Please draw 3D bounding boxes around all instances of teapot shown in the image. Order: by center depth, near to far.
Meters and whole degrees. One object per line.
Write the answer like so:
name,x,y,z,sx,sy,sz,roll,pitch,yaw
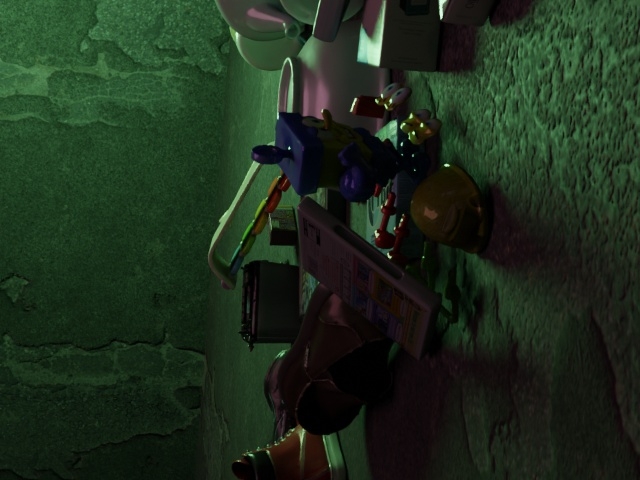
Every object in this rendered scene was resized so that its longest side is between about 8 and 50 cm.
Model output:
teapot,-0.066,-0.488,2.135,0.252,0.187,0.256,-25,-74,-57

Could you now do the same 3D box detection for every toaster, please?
toaster,-0.100,0.130,2.368,0.168,0.110,0.186,154,118,-78

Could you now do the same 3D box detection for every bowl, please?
bowl,0.009,-0.210,1.841,0.298,0.134,0.298,-177,90,-79

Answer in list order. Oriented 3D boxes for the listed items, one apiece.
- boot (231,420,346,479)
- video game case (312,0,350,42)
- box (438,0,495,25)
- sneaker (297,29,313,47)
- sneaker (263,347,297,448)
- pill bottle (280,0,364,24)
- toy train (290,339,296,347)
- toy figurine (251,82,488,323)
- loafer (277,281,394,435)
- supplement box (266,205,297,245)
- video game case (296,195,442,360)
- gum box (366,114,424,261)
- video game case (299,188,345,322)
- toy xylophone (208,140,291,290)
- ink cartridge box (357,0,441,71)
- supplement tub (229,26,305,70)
boot,-0.063,0.339,1.972,0.244,0.176,0.088,-109,22,-65
video game case,0.067,-0.477,1.593,0.300,0.036,0.329,105,-177,-48
box,0.168,-0.429,1.283,0.232,0.058,0.322,110,158,-57
sneaker,-0.011,-0.297,2.106,0.065,0.076,0.167,136,136,-75
sneaker,-0.041,0.326,2.138,0.106,0.101,0.267,27,119,58
pill bottle,-0.008,-0.483,1.935,0.272,0.152,0.152,-100,17,-46
toy train,-0.041,0.262,2.255,0.036,0.027,0.158,102,166,-53
toy figurine,0.024,-0.062,1.399,0.362,0.217,0.191,-120,41,-55
loafer,0.027,0.184,1.659,0.366,0.133,0.130,100,151,-52
supplement box,-0.081,-0.031,2.452,0.083,0.055,0.043,-99,15,-48
video game case,0.054,0.049,1.394,0.023,0.193,0.212,-48,-14,-15
gum box,0.098,-0.060,1.590,0.157,0.041,0.184,150,122,-77
video game case,0.000,0.000,2.088,0.248,0.035,0.275,148,124,-76
toy xylophone,-0.127,-0.071,2.327,0.323,0.081,0.236,-58,9,20
ink cartridge box,0.107,-0.335,1.515,0.134,0.078,0.231,-135,49,-75
supplement tub,-0.114,-0.443,2.479,0.200,0.144,0.144,-113,28,-66
